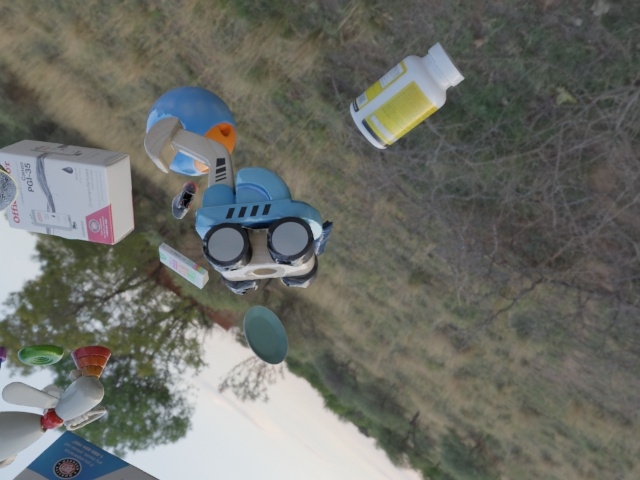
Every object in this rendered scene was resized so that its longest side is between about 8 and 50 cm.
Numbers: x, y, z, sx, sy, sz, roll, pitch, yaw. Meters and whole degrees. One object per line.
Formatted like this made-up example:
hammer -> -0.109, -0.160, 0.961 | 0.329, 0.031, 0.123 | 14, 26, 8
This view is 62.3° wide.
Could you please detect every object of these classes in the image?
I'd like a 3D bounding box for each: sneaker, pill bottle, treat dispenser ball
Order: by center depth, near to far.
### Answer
pill bottle -> 0.149, -0.249, 0.911 | 0.103, 0.184, 0.103 | 41, -151, -28
treat dispenser ball -> -0.421, -0.357, 1.734 | 0.288, 0.288, 0.288 | 36, 169, 9
sneaker -> -0.461, -0.125, 1.773 | 0.061, 0.158, 0.065 | 19, -143, -20

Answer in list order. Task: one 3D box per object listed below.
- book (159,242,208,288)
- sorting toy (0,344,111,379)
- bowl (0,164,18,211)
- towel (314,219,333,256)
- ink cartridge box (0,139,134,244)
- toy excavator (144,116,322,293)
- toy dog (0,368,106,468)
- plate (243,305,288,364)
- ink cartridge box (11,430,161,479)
book -> -0.379, 0.068, 1.469 | 0.144, 0.035, 0.096 | 32, 153, 3
sorting toy -> -0.840, 0.401, 1.638 | 0.365, 0.126, 0.127 | 10, 143, -35
bowl -> -0.698, -0.123, 1.044 | 0.080, 0.170, 0.170 | 64, -179, 26
towel -> 0.000, 0.000, 1.557 | 0.029, 0.067, 0.119 | 34, 130, 15
ink cartridge box -> -0.619, -0.119, 1.300 | 0.283, 0.207, 0.117 | 8, -154, 7
toy excavator -> -0.217, -0.108, 1.315 | 0.433, 0.445, 0.222 | -5, 158, 2
toy dog -> -0.655, 0.371, 1.154 | 0.161, 0.333, 0.220 | 58, 152, 14
plate -> -0.168, 0.285, 1.586 | 0.188, 0.024, 0.188 | 40, -146, -34
ink cartridge box -> -0.286, 0.394, 0.551 | 0.198, 0.270, 0.197 | 19, 122, 17
